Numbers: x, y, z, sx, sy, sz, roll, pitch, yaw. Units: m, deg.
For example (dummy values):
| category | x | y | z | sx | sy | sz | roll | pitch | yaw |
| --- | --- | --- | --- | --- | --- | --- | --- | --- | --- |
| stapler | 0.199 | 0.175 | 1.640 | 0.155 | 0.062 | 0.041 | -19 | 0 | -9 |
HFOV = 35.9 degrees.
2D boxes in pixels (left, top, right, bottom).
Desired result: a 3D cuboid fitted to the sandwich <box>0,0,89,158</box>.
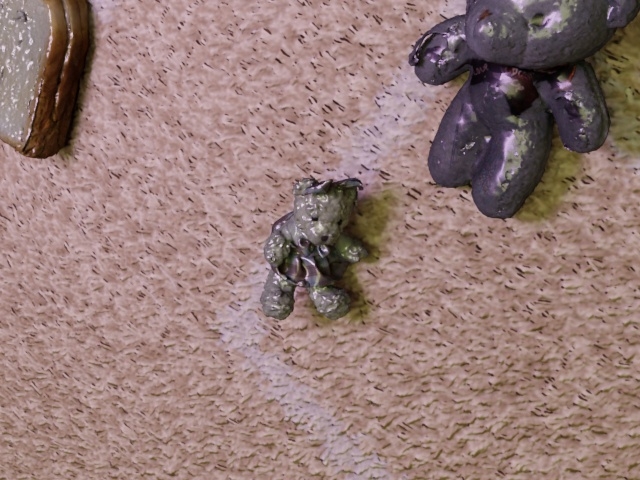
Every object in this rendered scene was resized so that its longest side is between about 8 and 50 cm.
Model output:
| category | x | y | z | sx | sy | sz | roll | pitch | yaw |
| --- | --- | --- | --- | --- | --- | --- | --- | --- | --- |
| sandwich | -0.469 | -0.276 | 1.441 | 0.273 | 0.095 | 0.249 | 23 | 105 | 22 |

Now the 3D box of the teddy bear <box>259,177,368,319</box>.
| category | x | y | z | sx | sy | sz | roll | pitch | yaw |
| --- | --- | --- | --- | --- | --- | --- | --- | --- | --- |
| teddy bear | -0.006 | -0.004 | 1.256 | 0.133 | 0.111 | 0.213 | 5 | 118 | -16 |

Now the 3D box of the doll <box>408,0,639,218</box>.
| category | x | y | z | sx | sy | sz | roll | pitch | yaw |
| --- | --- | --- | --- | --- | --- | --- | --- | --- | --- |
| doll | 0.207 | -0.183 | 1.081 | 0.246 | 0.158 | 0.340 | 40 | 118 | 28 |
